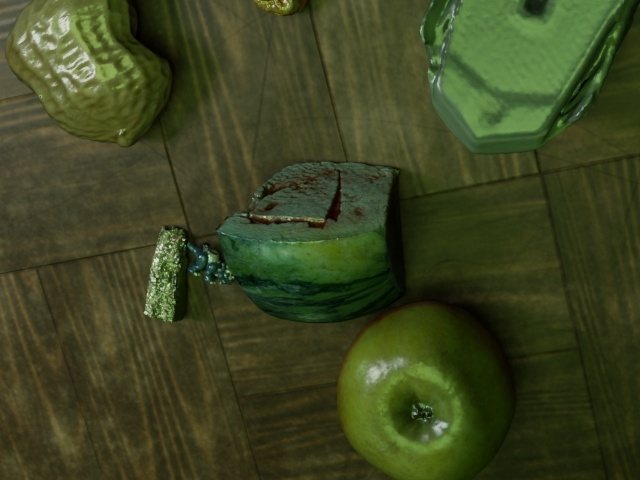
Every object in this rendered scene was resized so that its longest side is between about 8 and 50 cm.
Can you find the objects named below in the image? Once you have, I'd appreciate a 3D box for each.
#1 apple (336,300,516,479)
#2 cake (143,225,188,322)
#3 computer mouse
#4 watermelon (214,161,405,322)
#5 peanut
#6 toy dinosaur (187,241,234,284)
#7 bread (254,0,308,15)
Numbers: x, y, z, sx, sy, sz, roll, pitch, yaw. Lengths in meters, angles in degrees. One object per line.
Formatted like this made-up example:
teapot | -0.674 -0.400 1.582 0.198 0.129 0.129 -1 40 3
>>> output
apple | 0.140 0.210 1.730 0.261 0.194 0.260 4 106 13
cake | -0.218 0.051 1.842 0.051 0.055 0.140 9 108 17
computer mouse | 0.275 -0.302 1.564 0.228 0.145 0.428 27 100 12
watermelon | 0.000 0.000 1.742 0.213 0.201 0.261 0 150 12
peanut | -0.307 -0.234 1.740 0.197 0.110 0.233 -32 96 21
toy dinosaur | -0.155 0.032 1.830 0.083 0.030 0.047 29 111 2
bread | -0.048 -0.346 1.676 0.083 0.044 0.110 23 114 7
